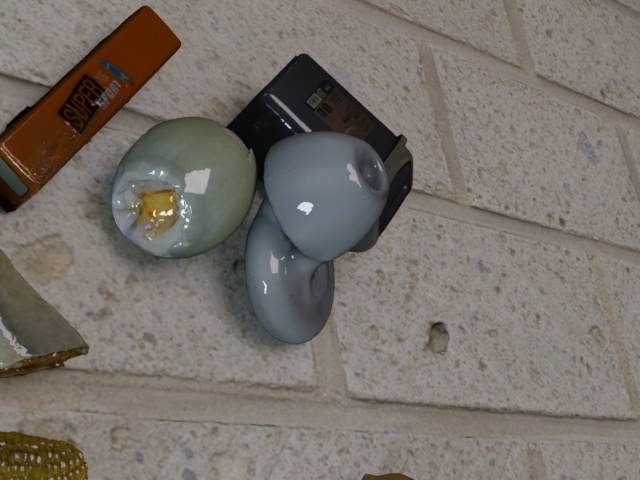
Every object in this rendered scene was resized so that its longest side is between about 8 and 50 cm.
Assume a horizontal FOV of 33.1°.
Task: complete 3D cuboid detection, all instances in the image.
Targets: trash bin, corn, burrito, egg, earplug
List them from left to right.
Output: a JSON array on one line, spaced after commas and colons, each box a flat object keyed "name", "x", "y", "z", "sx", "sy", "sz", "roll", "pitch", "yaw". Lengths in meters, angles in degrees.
[{"name": "corn", "x": -0.385, "y": 0.240, "z": 1.113, "sx": 0.310, "sy": 0.101, "sz": 0.101, "roll": 19, "pitch": 53, "yaw": -39}, {"name": "burrito", "x": -0.401, "y": 0.050, "z": 1.213, "sx": 0.299, "sy": 0.105, "sz": 0.143, "roll": 51, "pitch": 36, "yaw": -6}, {"name": "egg", "x": -0.176, "y": -0.077, "z": 1.466, "sx": 0.183, "sy": 0.183, "sz": 0.217, "roll": 56, "pitch": 32, "yaw": -3}, {"name": "earplug", "x": -0.012, "y": -0.005, "z": 1.525, "sx": 0.175, "sy": 0.325, "sz": 0.214, "roll": 21, "pitch": 32, "yaw": 11}, {"name": "trash bin", "x": 0.008, "y": -0.132, "z": 1.695, "sx": 0.290, "sy": 0.182, "sz": 0.209, "roll": 45, "pitch": 42, "yaw": -7}]

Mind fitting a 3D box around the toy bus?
[{"name": "toy bus", "x": -0.318, "y": -0.190, "z": 1.457, "sx": 0.093, "sy": 0.092, "sz": 0.408, "roll": 48, "pitch": 42, "yaw": -16}]

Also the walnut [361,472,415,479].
[{"name": "walnut", "x": 0.096, "y": 0.405, "z": 1.467, "sx": 0.155, "sy": 0.155, "sz": 0.184, "roll": -11, "pitch": 79, "yaw": -49}]
